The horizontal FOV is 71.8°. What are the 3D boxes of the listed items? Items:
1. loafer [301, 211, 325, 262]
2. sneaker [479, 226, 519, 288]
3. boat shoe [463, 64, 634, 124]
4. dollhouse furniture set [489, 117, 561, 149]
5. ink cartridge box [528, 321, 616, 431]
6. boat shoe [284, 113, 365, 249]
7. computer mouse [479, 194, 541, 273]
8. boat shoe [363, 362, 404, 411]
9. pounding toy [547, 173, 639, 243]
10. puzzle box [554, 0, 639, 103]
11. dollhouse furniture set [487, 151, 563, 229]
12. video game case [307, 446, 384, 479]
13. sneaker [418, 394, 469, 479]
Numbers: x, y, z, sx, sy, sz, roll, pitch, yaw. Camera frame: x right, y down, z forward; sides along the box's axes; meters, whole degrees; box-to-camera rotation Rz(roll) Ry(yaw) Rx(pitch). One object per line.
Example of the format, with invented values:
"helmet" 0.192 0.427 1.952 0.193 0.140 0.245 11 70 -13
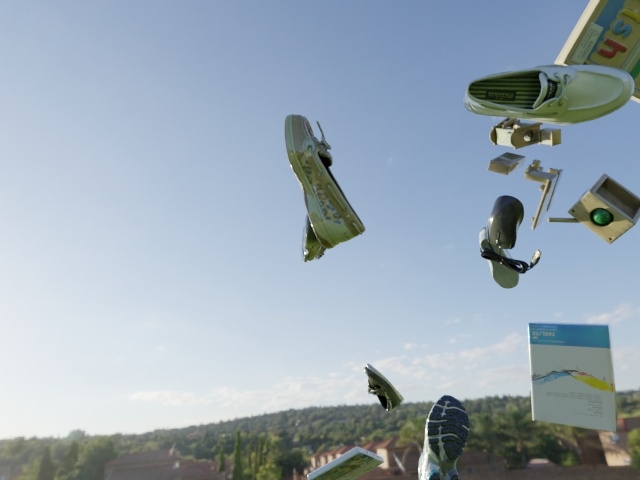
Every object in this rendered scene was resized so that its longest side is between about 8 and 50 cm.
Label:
"loafer" 0.000 0.000 1.026 0.084 0.096 0.267 3 -11 -4
"sneaker" 0.642 0.059 1.577 0.094 0.091 0.258 -17 -60 29
"boat shoe" 0.323 -0.209 0.639 0.227 0.083 0.076 0 8 22
"dollhouse furniture set" 0.565 -0.346 1.242 0.101 0.160 0.182 -16 20 -7
"ink cartridge box" 0.716 0.370 1.254 0.197 0.269 0.198 -5 -11 34
"boat shoe" 0.006 -0.127 0.868 0.089 0.285 0.105 -22 -11 17
"computer mouse" 0.596 -0.003 1.373 0.060 0.184 0.261 -37 -38 -36
"boat shoe" 0.163 0.405 1.198 0.065 0.075 0.206 -44 -51 -8
"pounding toy" 0.610 -0.063 0.977 0.141 0.130 0.100 -33 -21 -36
"puzzle box" 0.730 -0.511 0.919 0.272 0.052 0.408 22 -68 -4
"dollhouse furniture set" 0.492 -0.128 1.088 0.144 0.151 0.123 -26 -49 -43
"video game case" 0.086 0.751 1.457 0.201 0.023 0.183 -35 -46 12
"sneaker" 0.291 0.533 1.115 0.110 0.282 0.122 19 -26 -3
